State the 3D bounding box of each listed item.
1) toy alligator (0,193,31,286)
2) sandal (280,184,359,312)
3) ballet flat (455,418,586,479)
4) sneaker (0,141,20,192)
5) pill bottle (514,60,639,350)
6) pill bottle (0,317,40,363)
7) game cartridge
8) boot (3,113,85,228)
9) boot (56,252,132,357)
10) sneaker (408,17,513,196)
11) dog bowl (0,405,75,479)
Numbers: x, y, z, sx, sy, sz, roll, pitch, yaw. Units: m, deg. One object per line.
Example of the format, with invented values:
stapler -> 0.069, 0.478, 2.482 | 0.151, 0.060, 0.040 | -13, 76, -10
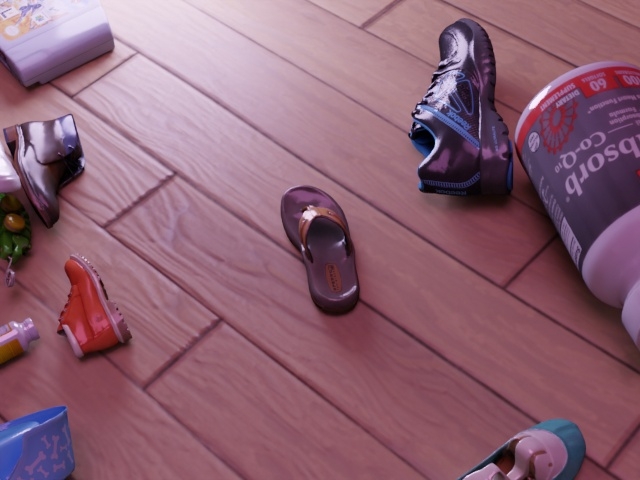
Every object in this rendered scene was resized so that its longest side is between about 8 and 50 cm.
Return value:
toy alligator -> -0.429, -0.002, 1.455 | 0.051, 0.056, 0.189 | 15, 38, -39
sandal -> 0.000, 0.000, 1.416 | 0.090, 0.060, 0.219 | -10, 51, -5
ballet flat -> 0.214, 0.270, 1.165 | 0.247, 0.087, 0.083 | -33, 56, -21
sneaker -> -0.477, -0.119, 1.464 | 0.080, 0.094, 0.212 | -9, 18, -23
pill bottle -> 0.408, -0.042, 1.329 | 0.210, 0.210, 0.362 | -14, 51, -7
pill bottle -> -0.410, 0.133, 1.345 | 0.083, 0.043, 0.043 | -28, 55, -18
game cartridge -> -0.489, -0.390, 1.772 | 0.198, 0.062, 0.297 | -35, 57, -17
boot -> -0.391, -0.112, 1.520 | 0.106, 0.082, 0.219 | -23, 51, -11
boot -> -0.320, 0.085, 1.373 | 0.085, 0.059, 0.158 | -28, 55, -12
sneaker -> 0.195, -0.206, 1.532 | 0.140, 0.125, 0.340 | -6, 48, 5
dog bowl -> -0.397, 0.273, 1.130 | 0.166, 0.074, 0.297 | -18, 6, 44
